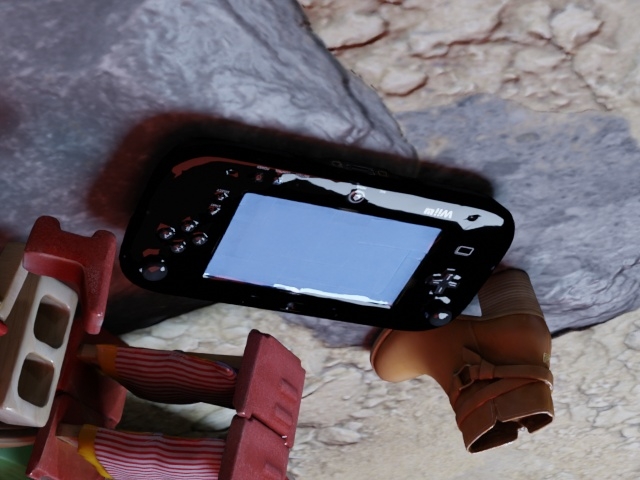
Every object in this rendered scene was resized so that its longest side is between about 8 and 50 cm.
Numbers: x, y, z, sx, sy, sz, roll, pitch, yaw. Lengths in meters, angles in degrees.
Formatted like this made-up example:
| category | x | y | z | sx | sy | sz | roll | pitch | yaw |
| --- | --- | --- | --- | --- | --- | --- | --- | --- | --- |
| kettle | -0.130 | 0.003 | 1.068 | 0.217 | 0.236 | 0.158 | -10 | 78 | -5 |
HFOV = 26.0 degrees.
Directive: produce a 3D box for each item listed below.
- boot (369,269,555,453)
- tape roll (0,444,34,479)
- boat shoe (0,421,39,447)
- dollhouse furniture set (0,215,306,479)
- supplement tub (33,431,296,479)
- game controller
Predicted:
| category | x | y | z | sx | sy | sz | roll | pitch | yaw |
| --- | --- | --- | --- | --- | --- | --- | --- | --- | --- |
| boot | 0.127 | 0.129 | 1.277 | 0.073 | 0.152 | 0.197 | 24 | 135 | -37 |
| tape roll | -0.429 | 0.246 | 1.427 | 0.321 | 0.077 | 0.321 | -4 | 146 | -3 |
| boat shoe | -0.387 | 0.130 | 1.250 | 0.307 | 0.111 | 0.104 | 15 | 146 | -14 |
| dollhouse furniture set | -0.180 | 0.110 | 1.118 | 0.201 | 0.152 | 0.374 | 2 | 158 | 25 |
| supplement tub | -0.149 | 0.300 | 1.413 | 0.191 | 0.191 | 0.272 | -25 | 153 | 26 |
| game controller | 0.000 | 0.000 | 1.145 | 0.319 | 0.067 | 0.166 | 10 | 143 | -23 |
